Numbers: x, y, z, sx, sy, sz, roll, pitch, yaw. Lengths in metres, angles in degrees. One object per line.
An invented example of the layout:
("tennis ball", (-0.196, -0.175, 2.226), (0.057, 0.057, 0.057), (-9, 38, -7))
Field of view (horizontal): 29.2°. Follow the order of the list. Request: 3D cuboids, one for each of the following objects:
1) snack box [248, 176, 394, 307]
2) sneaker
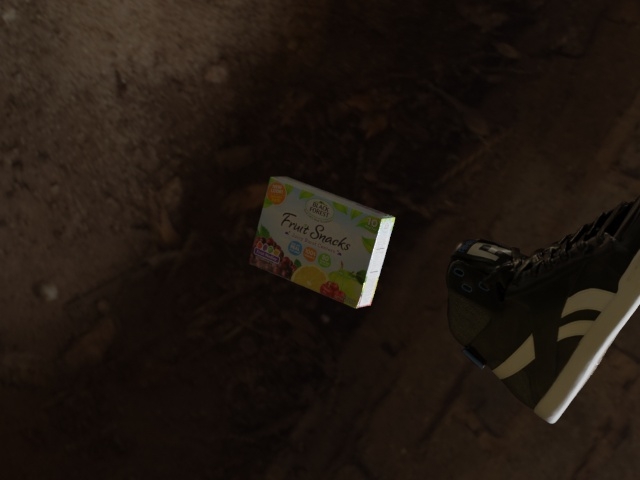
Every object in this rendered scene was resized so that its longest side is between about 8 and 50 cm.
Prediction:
("snack box", (0.000, 0.000, 1.300), (0.037, 0.141, 0.100), (-5, 113, -60))
("sneaker", (0.147, 0.018, 0.793), (0.079, 0.121, 0.217), (-42, 160, -48))
